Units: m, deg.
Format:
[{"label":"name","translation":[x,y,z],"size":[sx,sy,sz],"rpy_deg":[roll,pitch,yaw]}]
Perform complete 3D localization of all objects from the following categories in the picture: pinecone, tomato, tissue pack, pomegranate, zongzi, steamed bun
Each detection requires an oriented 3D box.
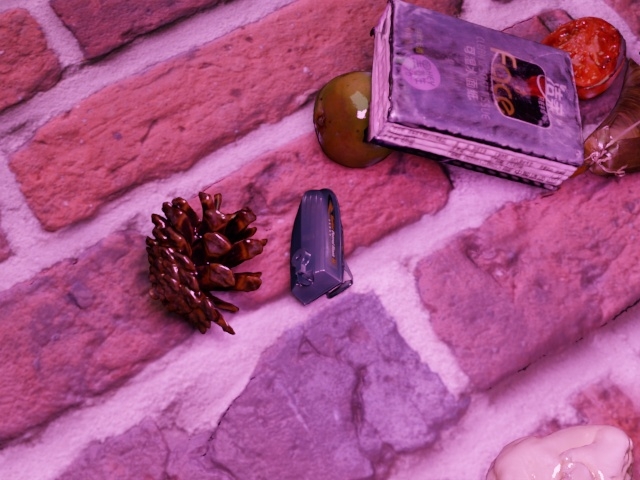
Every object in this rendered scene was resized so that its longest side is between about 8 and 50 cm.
[{"label":"pinecone","translation":[-0.179,0.027,1.323],"size":[0.202,0.229,0.201],"rpy_deg":[12,46,26]},{"label":"tomato","translation":[0.501,-0.335,1.570],"size":[0.174,0.082,0.166],"rpy_deg":[-43,54,-14]},{"label":"tissue pack","translation":[0.260,-0.244,1.401],"size":[0.361,0.122,0.259],"rpy_deg":[13,61,-14]},{"label":"pomegranate","translation":[0.091,-0.220,1.490],"size":[0.210,0.180,0.180],"rpy_deg":[-9,57,-19]},{"label":"zongzi","translation":[0.520,-0.221,1.465],"size":[0.248,0.111,0.241],"rpy_deg":[-12,57,-21]},{"label":"steamed bun","translation":[0.251,0.415,1.004],"size":[0.237,0.346,0.394],"rpy_deg":[2,83,21]}]

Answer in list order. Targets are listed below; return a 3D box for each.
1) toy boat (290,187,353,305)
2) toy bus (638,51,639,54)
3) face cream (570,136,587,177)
[{"label":"toy boat","translation":[0.000,0.000,1.402],"size":[0.093,0.103,0.246],"rpy_deg":[-35,38,32]},{"label":"toy bus","translation":[0.747,-0.325,1.480],"size":[0.183,0.199,0.343],"rpy_deg":[-36,63,-14]},{"label":"face cream","translation":[0.437,-0.198,1.511],"size":[0.072,0.051,0.182],"rpy_deg":[-8,58,-3]}]
